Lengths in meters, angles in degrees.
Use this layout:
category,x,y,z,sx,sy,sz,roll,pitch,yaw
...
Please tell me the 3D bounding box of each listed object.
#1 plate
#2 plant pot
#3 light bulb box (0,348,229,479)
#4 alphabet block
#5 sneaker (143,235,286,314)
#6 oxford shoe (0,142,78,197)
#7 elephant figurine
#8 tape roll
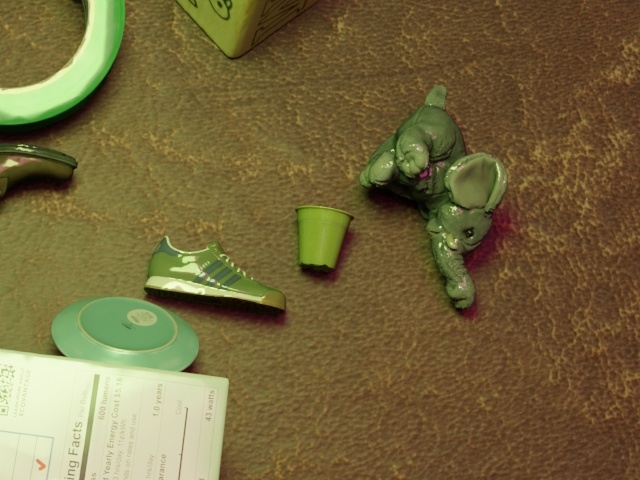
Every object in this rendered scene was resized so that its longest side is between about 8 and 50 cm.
category,x,y,z,sx,sy,sz,roll,pitch,yaw
plate,-0.245,0.114,1.602,0.188,0.024,0.188,10,27,-5
plant pot,0.000,0.000,1.747,0.083,0.083,0.079,11,79,-10
light bulb box,-0.312,0.327,1.453,0.361,0.225,0.358,9,68,-10
alphabet block,-0.102,-0.417,1.814,0.193,0.197,0.192,-37,81,-24
sneaker,-0.136,0.042,1.696,0.192,0.064,0.086,10,72,-7
oxford shoe,-0.435,-0.080,1.672,0.227,0.083,0.096,-3,85,-12
elephant figurine,0.185,-0.061,1.790,0.239,0.186,0.169,42,22,-7
tape roll,-0.428,-0.308,1.711,0.321,0.077,0.321,2,83,-14
